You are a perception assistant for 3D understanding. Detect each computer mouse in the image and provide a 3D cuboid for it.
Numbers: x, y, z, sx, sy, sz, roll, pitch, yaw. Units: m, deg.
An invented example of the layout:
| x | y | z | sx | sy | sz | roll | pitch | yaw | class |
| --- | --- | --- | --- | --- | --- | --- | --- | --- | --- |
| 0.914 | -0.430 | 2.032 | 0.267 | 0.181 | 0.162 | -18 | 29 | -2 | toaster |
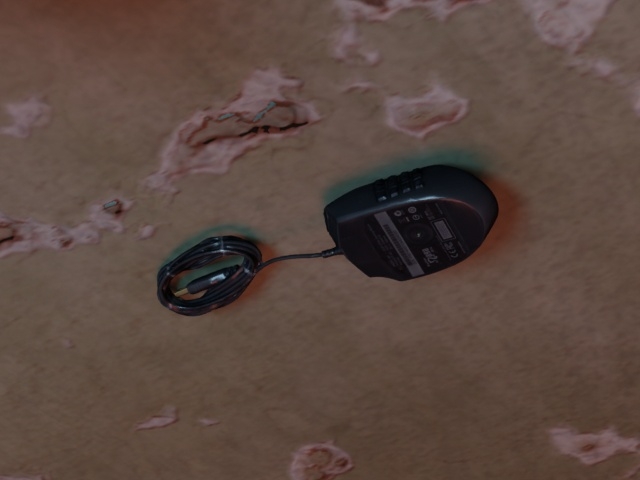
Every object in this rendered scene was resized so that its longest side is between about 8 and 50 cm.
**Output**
| x | y | z | sx | sy | sz | roll | pitch | yaw | class |
| --- | --- | --- | --- | --- | --- | --- | --- | --- | --- |
| 0.000 | 0.000 | 0.971 | 0.242 | 0.041 | 0.071 | -14 | 133 | 20 | computer mouse |
